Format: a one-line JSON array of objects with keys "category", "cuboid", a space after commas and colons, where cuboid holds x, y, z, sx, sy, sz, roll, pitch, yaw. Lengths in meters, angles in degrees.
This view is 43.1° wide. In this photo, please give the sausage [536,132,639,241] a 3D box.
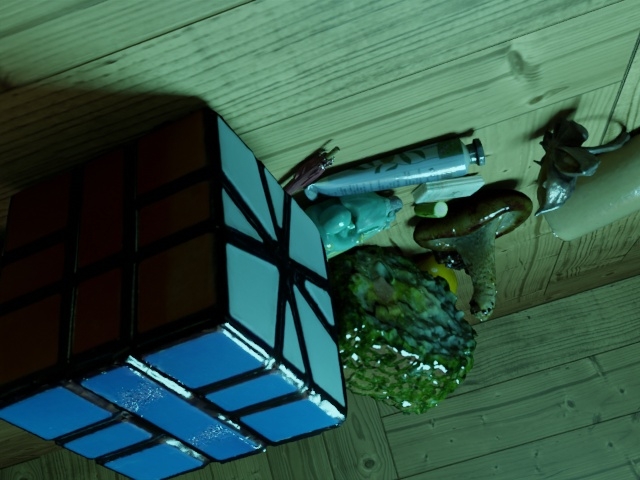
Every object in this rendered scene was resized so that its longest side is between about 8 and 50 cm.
[{"category": "sausage", "cuboid": [0.511, -0.097, 1.413, 0.123, 0.123, 0.253, 0, 158, -45]}]

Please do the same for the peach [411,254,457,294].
[{"category": "peach", "cuboid": [0.240, 0.096, 1.811, 0.138, 0.138, 0.138, -15, 165, -4]}]

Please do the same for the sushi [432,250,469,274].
[{"category": "sushi", "cuboid": [0.280, 0.013, 1.611, 0.094, 0.098, 0.084, 1, 155, -34]}]

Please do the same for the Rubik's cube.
[{"category": "Rubik's cube", "cuboid": [-0.157, 0.072, 0.898, 0.284, 0.293, 0.288, -20, 144, 19]}]

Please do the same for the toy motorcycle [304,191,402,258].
[{"category": "toy motorcycle", "cuboid": [-0.002, 0.001, 1.249, 0.297, 0.109, 0.198, -27, 171, -1]}]

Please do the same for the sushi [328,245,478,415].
[{"category": "sushi", "cuboid": [0.127, 0.159, 1.582, 0.352, 0.294, 0.178, 23, 127, -26]}]

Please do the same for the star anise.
[{"category": "star anise", "cuboid": [0.426, -0.117, 1.244, 0.228, 0.148, 0.218, 1, -157, -17]}]

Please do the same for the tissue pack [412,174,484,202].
[{"category": "tissue pack", "cuboid": [0.210, -0.085, 1.336, 0.108, 0.023, 0.056, -10, 165, -21]}]

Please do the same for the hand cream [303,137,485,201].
[{"category": "hand cream", "cuboid": [0.104, -0.094, 1.148, 0.256, 0.055, 0.088, -15, 173, 5]}]

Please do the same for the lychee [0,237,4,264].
[{"category": "lychee", "cuboid": [-0.420, 0.059, 1.034, 0.123, 0.129, 0.123, 15, 147, 10]}]

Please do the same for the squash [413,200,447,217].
[{"category": "squash", "cuboid": [0.185, -0.053, 1.383, 0.028, 0.027, 0.083, -10, -175, -20]}]

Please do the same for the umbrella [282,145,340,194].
[{"category": "umbrella", "cuboid": [-0.021, -0.087, 1.093, 0.027, 0.025, 0.165, 23, 146, -27]}]

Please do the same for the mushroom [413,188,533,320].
[{"category": "mushroom", "cuboid": [0.294, 0.031, 1.453, 0.227, 0.217, 0.148, -27, 154, 34]}]
